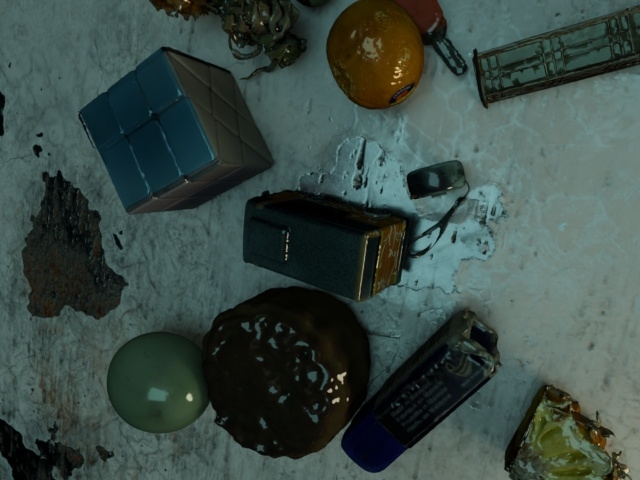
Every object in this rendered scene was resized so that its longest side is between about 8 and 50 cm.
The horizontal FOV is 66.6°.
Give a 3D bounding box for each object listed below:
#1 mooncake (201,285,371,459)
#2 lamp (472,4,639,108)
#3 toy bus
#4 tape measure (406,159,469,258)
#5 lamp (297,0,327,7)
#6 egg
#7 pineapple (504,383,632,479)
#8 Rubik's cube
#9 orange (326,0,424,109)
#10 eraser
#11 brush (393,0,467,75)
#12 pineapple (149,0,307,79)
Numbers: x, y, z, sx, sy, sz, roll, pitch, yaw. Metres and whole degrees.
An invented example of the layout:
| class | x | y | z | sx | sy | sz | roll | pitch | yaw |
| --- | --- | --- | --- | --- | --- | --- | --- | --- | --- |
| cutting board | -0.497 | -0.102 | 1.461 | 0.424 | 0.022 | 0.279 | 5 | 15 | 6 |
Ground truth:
| class | x | y | z | sx | sy | sz | roll | pitch | yaw |
| --- | --- | --- | --- | --- | --- | --- | --- | --- | --- |
| mooncake | -0.068 | 0.252 | 0.947 | 0.324 | 0.187 | 0.323 | 4 | 99 | 23 |
| lamp | 0.406 | -0.288 | 0.740 | 0.326 | 0.089 | 0.090 | -11 | 93 | 22 |
| toy bus | 0.000 | 0.000 | 0.880 | 0.275 | 0.167 | 0.138 | 17 | 111 | 31 |
| tape measure | 0.200 | -0.049 | 0.844 | 0.104 | 0.107 | 0.179 | 4 | 99 | 18 |
| lamp | 0.007 | -0.504 | 0.873 | 0.091 | 0.091 | 0.163 | 34 | 91 | 13 |
| egg | -0.341 | 0.297 | 1.034 | 0.283 | 0.203 | 0.202 | 4 | 100 | 46 |
| pineapple | 0.409 | 0.365 | 0.833 | 0.186 | 0.114 | 0.236 | -30 | 76 | 22 |
| Rubik's cube | -0.268 | -0.196 | 0.939 | 0.225 | 0.221 | 0.231 | -26 | 88 | 21 |
| orange | 0.092 | -0.308 | 0.812 | 0.155 | 0.177 | 0.177 | -35 | 84 | 8 |
| eraser | 0.178 | 0.272 | 0.870 | 0.101 | 0.155 | 0.332 | 42 | 110 | 9 |
| brush | 0.157 | -0.419 | 0.836 | 0.070 | 0.051 | 0.323 | -35 | 84 | 19 |
| pineapple | -0.144 | -0.429 | 0.879 | 0.262 | 0.262 | 0.271 | -42 | 94 | 21 |
